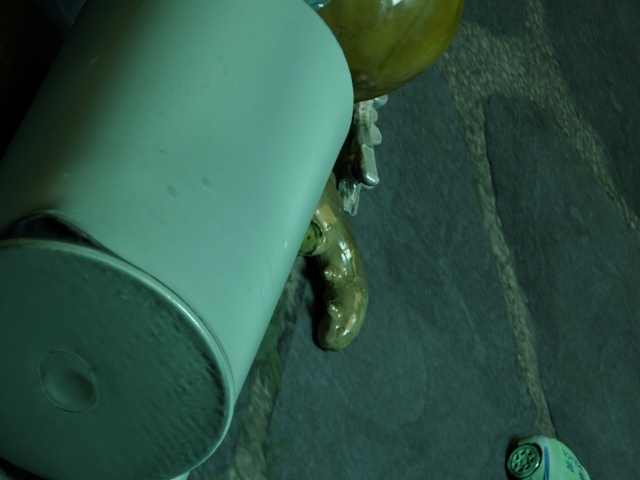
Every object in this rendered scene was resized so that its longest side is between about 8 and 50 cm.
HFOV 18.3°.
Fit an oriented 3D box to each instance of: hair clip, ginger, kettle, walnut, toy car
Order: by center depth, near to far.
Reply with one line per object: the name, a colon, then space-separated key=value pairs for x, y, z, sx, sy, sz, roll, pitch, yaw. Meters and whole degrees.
kettle: x=-0.119 y=0.003 z=1.280 sx=0.205 sy=0.265 sz=0.318 roll=26 pitch=40 yaw=-7
ginger: x=0.002 y=0.001 z=1.597 sx=0.069 sy=0.051 sz=0.173 roll=-18 pitch=85 yaw=-58
walnut: x=0.004 y=-0.250 z=1.630 sx=0.203 sy=0.203 sz=0.298 roll=23 pitch=35 yaw=-52
hair clip: x=0.030 y=-0.098 z=1.717 sx=0.062 sy=0.056 sz=0.214 roll=33 pitch=33 yaw=-24
toy car: x=0.219 y=0.272 z=1.756 sx=0.090 sy=0.076 sz=0.224 roll=40 pitch=39 yaw=-38

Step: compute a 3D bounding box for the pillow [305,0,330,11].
pillow: x=-0.027 y=-0.273 z=1.382 sx=0.214 sy=0.086 sz=0.233 roll=37 pitch=60 yaw=-49
